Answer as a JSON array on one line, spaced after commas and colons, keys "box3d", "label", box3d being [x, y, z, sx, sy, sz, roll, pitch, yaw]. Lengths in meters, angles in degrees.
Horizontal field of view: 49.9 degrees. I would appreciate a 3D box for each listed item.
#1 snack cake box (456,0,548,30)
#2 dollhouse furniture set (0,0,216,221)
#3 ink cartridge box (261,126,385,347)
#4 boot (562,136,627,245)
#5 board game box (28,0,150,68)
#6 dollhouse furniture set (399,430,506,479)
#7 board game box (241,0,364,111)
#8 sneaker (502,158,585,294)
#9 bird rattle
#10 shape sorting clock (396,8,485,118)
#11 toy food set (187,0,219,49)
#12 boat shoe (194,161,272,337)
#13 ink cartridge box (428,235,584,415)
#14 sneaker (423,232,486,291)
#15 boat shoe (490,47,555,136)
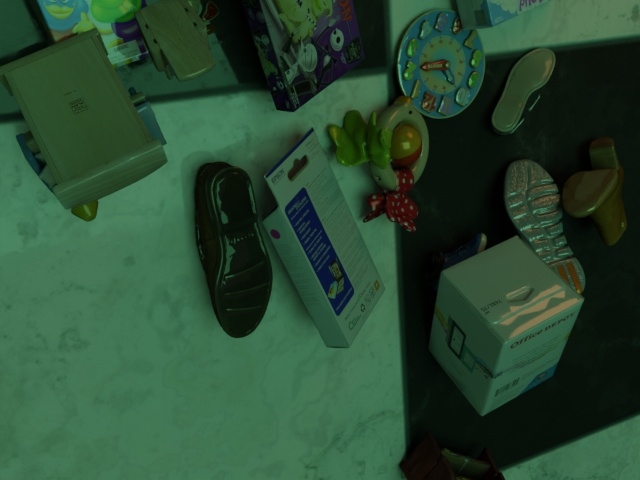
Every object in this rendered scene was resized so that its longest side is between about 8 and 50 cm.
[{"box3d": [0.375, -0.515, 1.301, 0.264, 0.089, 0.152, -29, 113, -22], "label": "snack cake box"}, {"box3d": [-0.260, -0.129, 0.980, 0.286, 0.303, 0.198, -27, 73, -12], "label": "dollhouse furniture set"}, {"box3d": [0.000, 0.000, 1.249, 0.176, 0.069, 0.371, -52, 128, -44], "label": "ink cartridge box"}, {"box3d": [0.613, -0.069, 1.495, 0.295, 0.104, 0.211, -52, 128, -42], "label": "boot"}, {"box3d": [-0.349, -0.381, 0.971, 0.142, 0.144, 0.275, -26, 115, -18], "label": "board game box"}, {"box3d": [0.234, 0.634, 1.568, 0.201, 0.152, 0.374, 26, 110, -30], "label": "dollhouse furniture set"}, {"box3d": [-0.039, -0.407, 1.094, 0.208, 0.056, 0.347, -47, 134, -35], "label": "board game box"}, {"box3d": [0.449, -0.003, 1.485, 0.124, 0.180, 0.321, -10, 76, -6], "label": "sneaker"}, {"box3d": [0.145, -0.152, 1.292, 0.207, 0.143, 0.253, -51, 123, -23], "label": "bird rattle"}, {"box3d": [0.236, -0.339, 1.325, 0.206, 0.040, 0.206, -8, 108, -24], "label": "shape sorting clock"}, {"box3d": [-0.206, -0.345, 1.124, 0.078, 0.019, 0.122, 31, 82, -30], "label": "toy food set"}, {"box3d": [-0.158, 0.014, 1.204, 0.110, 0.104, 0.308, -10, 108, -32], "label": "boat shoe"}, {"box3d": [0.362, 0.173, 1.388, 0.198, 0.197, 0.270, -23, 141, -19], "label": "ink cartridge box"}, {"box3d": [0.273, 0.036, 1.425, 0.084, 0.058, 0.152, 32, 101, -5], "label": "sneaker"}, {"box3d": [0.415, -0.304, 1.423, 0.206, 0.075, 0.065, -58, 162, -7], "label": "boat shoe"}]
